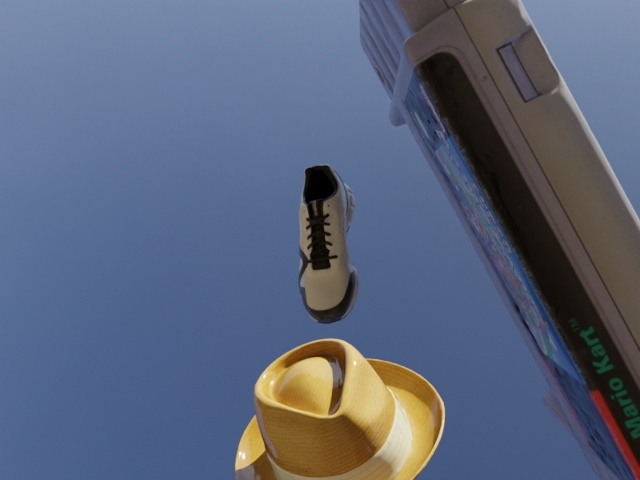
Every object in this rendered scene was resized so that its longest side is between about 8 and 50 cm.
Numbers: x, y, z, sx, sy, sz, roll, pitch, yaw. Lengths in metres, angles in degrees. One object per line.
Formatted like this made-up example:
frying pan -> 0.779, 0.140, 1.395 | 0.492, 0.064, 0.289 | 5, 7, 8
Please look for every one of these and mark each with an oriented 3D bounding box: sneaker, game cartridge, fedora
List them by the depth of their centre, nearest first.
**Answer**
game cartridge -> 0.119, 0.006, 0.413 | 0.068, 0.230, 0.355 | -28, -91, 8
sneaker -> 0.000, 0.000, 0.467 | 0.040, 0.044, 0.109 | -11, -122, 14
fedora -> 0.003, 0.137, 0.592 | 0.194, 0.194, 0.079 | -10, -62, 27
